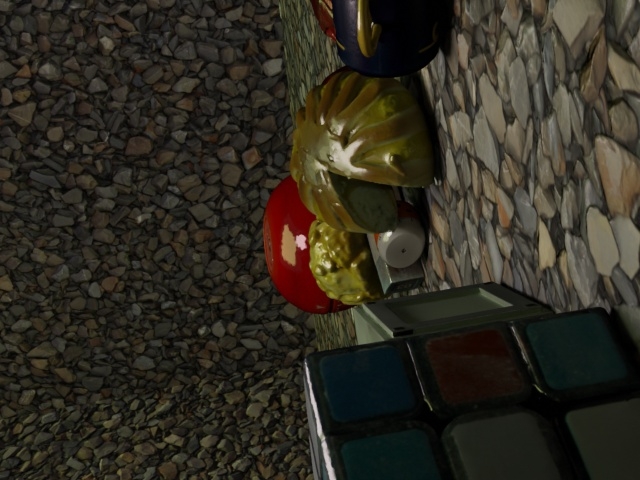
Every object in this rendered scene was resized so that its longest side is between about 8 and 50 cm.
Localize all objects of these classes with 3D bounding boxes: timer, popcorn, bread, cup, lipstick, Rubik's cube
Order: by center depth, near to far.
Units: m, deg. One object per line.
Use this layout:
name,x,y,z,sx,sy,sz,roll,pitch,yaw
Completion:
Rubik's cube,0.178,0.319,0.988,0.362,0.359,0.363,85,171,-48
cup,0.073,-0.368,1.369,0.178,0.255,0.256,26,140,31
bread,0.057,-0.161,1.692,0.333,0.160,0.332,23,121,46
timer,0.154,-0.023,1.813,0.136,0.099,0.136,-174,90,-79
lipstick,0.127,-0.073,1.946,0.076,0.080,0.371,107,151,-65
popcorn,0.070,0.029,2.049,0.266,0.192,0.233,24,-126,-56
timer,0.000,0.000,2.355,0.378,0.279,0.377,173,90,-82

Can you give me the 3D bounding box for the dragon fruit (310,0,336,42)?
dragon fruit,0.031,-0.565,2.050,0.282,0.100,0.343,-120,20,-59

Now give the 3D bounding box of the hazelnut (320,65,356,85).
hazelnut,0.072,-0.269,1.894,0.160,0.170,0.201,57,-148,-50

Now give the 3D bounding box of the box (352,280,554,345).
box,0.180,0.142,1.270,0.225,0.225,0.117,-141,41,-79
